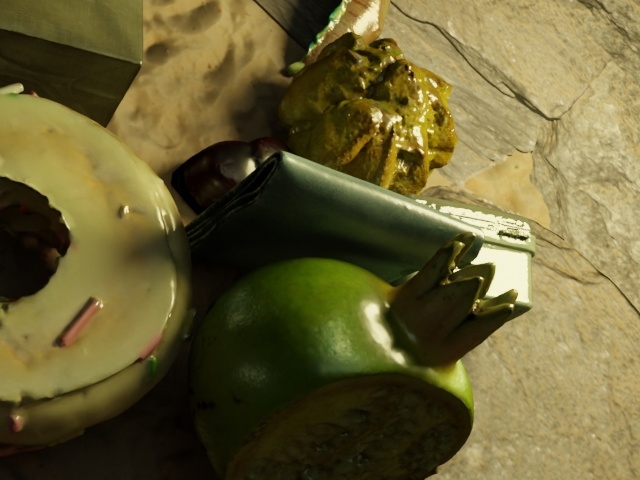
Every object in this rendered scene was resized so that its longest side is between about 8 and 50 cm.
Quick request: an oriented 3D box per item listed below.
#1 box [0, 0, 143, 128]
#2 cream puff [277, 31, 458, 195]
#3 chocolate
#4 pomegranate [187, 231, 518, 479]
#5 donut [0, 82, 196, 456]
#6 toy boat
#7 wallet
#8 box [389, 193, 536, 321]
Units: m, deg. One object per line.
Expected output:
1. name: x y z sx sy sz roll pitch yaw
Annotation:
1. box: -0.328 -0.242 1.268 0.231 0.155 0.148 12 57 -27
2. cream puff: 0.063 -0.155 1.455 0.244 0.196 0.244 36 20 -15
3. chocolate: -0.092 -0.070 1.358 0.149 0.080 0.125 -4 64 -35
4. pomegranate: 0.028 0.110 1.160 0.310 0.358 0.216 29 25 -42
5. donut: -0.282 0.030 1.124 0.307 0.150 0.371 4 61 -22
6. toy boat: 0.046 -0.329 1.597 0.099 0.108 0.292 11 55 16
7. wallet: 0.000 0.001 1.237 0.251 0.290 0.054 18 66 -22
8. box: 0.159 0.030 1.412 0.210 0.148 0.129 10 65 -24
